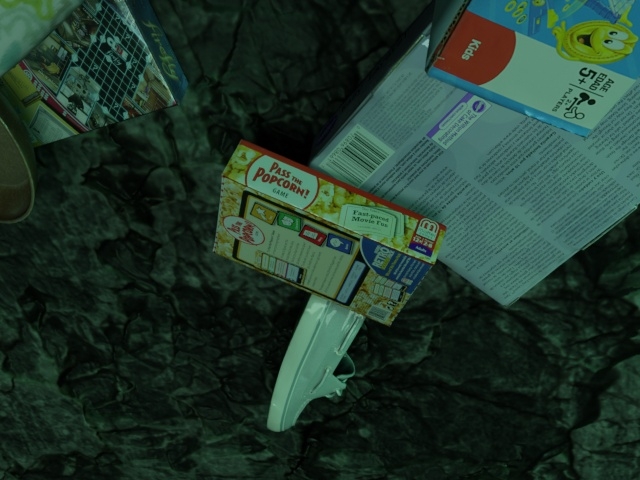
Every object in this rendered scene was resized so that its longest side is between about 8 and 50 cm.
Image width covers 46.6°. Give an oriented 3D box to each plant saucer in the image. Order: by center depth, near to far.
[{"bbox_3d":[-0.330,-0.103,0.678,0.199,0.036,0.198,21,138,20],"label":"plant saucer"}]

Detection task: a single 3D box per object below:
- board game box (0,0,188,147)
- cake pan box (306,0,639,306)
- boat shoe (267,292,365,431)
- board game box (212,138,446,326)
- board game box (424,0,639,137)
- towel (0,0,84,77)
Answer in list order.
[{"bbox_3d":[-0.237,-0.205,0.617,0.165,0.042,0.243,-12,124,16],"label":"board game box"},{"bbox_3d":[0.156,-0.087,0.640,0.246,0.070,0.267,34,124,-14],"label":"cake pan box"},{"bbox_3d":[-0.001,0.137,0.819,0.081,0.079,0.227,19,124,-1],"label":"boat shoe"},{"bbox_3d":[0.000,0.000,0.688,0.194,0.045,0.146,23,150,1],"label":"board game box"},{"bbox_3d":[0.160,-0.257,0.322,0.086,0.308,0.302,20,141,-7],"label":"board game box"},{"bbox_3d":[-0.238,-0.338,0.458,0.321,0.090,0.374,-33,106,24],"label":"towel"}]
